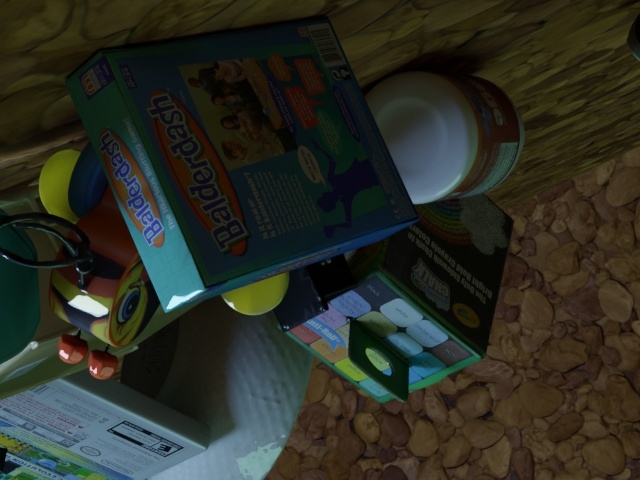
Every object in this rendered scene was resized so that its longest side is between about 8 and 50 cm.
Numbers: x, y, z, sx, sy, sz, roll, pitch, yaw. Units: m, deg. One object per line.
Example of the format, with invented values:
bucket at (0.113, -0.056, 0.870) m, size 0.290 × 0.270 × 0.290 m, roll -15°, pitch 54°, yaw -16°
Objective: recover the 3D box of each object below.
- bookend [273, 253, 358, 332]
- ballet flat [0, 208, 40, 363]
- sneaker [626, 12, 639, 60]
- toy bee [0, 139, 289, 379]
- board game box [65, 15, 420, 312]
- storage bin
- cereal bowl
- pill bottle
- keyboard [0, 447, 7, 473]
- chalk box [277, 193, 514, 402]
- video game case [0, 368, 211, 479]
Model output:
bookend at (0.000, 0.000, 1.606) m, size 0.156 × 0.157 × 0.072 m, roll -17°, pitch 170°, yaw -47°
ballet flat at (-0.301, 0.015, 0.886) m, size 0.147 × 0.147 × 0.409 m, roll -25°, pitch 171°, yaw 9°
sneaker at (0.395, -0.247, 1.452) m, size 0.215 × 0.084 × 0.083 m, roll -31°, pitch 158°, yaw 23°
toy bee at (-0.139, 0.004, 1.025) m, size 0.298 × 0.195 × 0.162 m, roll -15°, pitch 133°, yaw -40°
board game box at (-0.045, -0.056, 0.959) m, size 0.210 × 0.160 × 0.047 m, roll -17°, pitch 171°, yaw -47°
storage bin at (-0.230, 0.042, 1.255) m, size 0.260 × 0.123 × 0.262 m, roll -19°, pitch 172°, yaw -38°
cereal bowl at (-0.155, 0.161, 1.849) m, size 0.141 × 0.339 × 0.339 m, roll 19°, pitch 150°, yaw -27°
pill bottle at (0.122, -0.100, 1.406) m, size 0.121 × 0.121 × 0.216 m, roll -27°, pitch 174°, yaw 23°
keyboard at (-0.430, 0.168, 1.276) m, size 0.317 × 0.033 × 0.201 m, roll 9°, pitch 165°, yaw -3°
chalk box at (0.084, 0.060, 1.714) m, size 0.179 × 0.180 × 0.289 m, roll -30°, pitch -150°, yaw 41°
video game case at (-0.344, 0.212, 1.703) m, size 0.329 × 0.036 × 0.300 m, roll 31°, pitch 137°, yaw -31°
